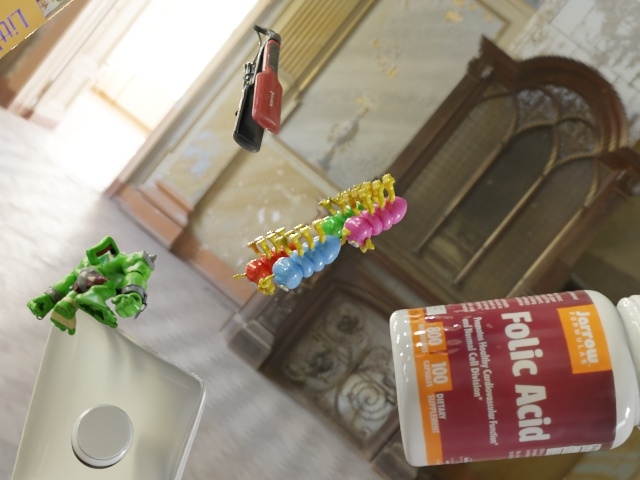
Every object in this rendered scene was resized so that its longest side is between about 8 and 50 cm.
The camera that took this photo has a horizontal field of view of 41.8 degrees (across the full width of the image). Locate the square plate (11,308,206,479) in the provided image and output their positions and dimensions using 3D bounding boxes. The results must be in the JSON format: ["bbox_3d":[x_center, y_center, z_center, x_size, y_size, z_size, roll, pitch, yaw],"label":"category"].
[{"bbox_3d":[-0.306,0.290,1.202,0.344,0.347,0.049,24,11,38],"label":"square plate"}]

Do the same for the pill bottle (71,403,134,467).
[{"bbox_3d":[-0.282,0.254,1.085,0.078,0.078,0.137,39,-23,-2],"label":"pill bottle"}]

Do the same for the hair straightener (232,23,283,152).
[{"bbox_3d":[-0.089,-0.193,1.057,0.047,0.089,0.230,27,41,-30],"label":"hair straightener"}]

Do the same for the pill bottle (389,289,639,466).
[{"bbox_3d":[0.302,0.187,1.172,0.224,0.392,0.224,-7,90,-85],"label":"pill bottle"}]

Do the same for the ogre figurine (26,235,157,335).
[{"bbox_3d":[-0.300,0.061,1.146,0.197,0.118,0.097,-25,-65,44],"label":"ogre figurine"}]

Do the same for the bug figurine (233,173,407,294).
[{"bbox_3d":[0.000,0.000,1.051,0.072,0.216,0.279,59,-13,-6],"label":"bug figurine"}]

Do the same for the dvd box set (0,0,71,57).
[{"bbox_3d":[-0.475,-0.219,0.863,0.308,0.420,0.062,28,-25,28],"label":"dvd box set"}]
